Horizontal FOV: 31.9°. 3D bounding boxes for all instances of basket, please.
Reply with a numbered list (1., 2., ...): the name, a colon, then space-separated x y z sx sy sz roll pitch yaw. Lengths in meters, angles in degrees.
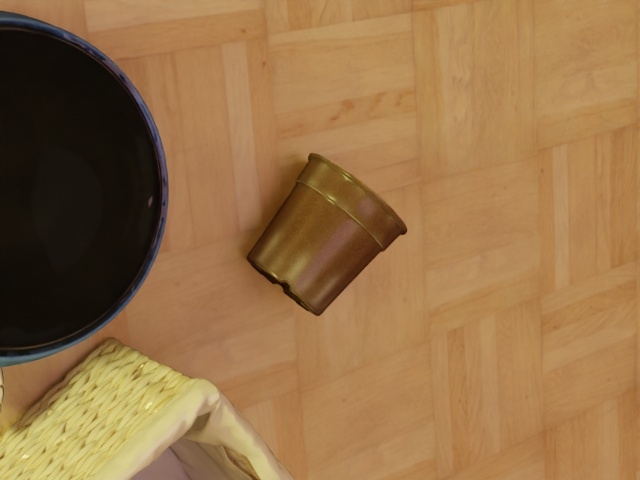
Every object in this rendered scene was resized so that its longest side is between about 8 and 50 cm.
1. basket: -0.221 0.348 1.317 0.331 0.266 0.328 -46 124 -21

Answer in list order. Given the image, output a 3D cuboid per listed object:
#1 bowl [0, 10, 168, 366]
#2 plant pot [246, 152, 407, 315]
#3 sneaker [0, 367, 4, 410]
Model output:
1. bowl: -0.338 -0.055 1.211 0.391 0.077 0.391 -1 92 -38
2. plant pot: 0.000 0.000 1.479 0.165 0.167 0.167 -51 126 -6
3. sneaker: -0.400 0.139 1.270 0.071 0.068 0.170 -6 96 -22
